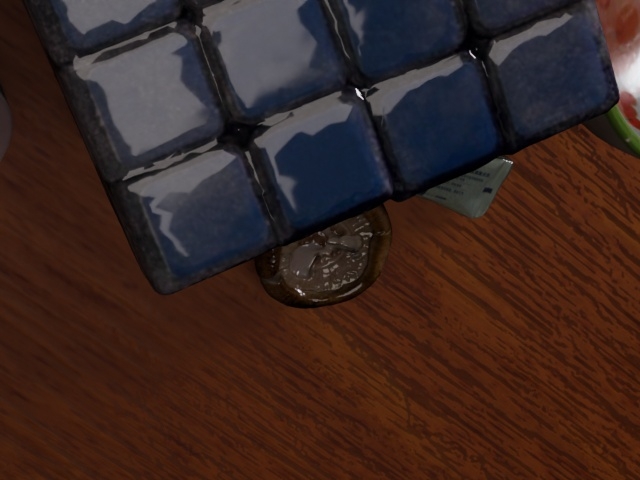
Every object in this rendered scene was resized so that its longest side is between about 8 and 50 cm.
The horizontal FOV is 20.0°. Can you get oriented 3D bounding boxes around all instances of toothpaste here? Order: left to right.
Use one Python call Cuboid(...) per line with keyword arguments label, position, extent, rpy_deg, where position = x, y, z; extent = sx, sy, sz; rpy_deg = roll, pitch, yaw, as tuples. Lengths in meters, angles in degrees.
Cuboid(label="toothpaste", position=(0.049, -0.070, 1.476), extent=(0.233, 0.038, 0.060), rpy_deg=(16, 109, -25))

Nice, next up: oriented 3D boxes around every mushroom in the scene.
Cuboid(label="mushroom", position=(0.000, 0.000, 1.480), extent=(0.123, 0.052, 0.123), rpy_deg=(-7, 121, -13))

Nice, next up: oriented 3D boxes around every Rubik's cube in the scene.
Cuboid(label="Rubik's cube", position=(-0.046, -0.221, 1.217), extent=(0.337, 0.344, 0.344), rpy_deg=(-23, 115, -6))

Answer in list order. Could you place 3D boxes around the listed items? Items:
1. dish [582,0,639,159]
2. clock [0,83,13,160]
Cuboid(label="dish", position=(0.246, -0.220, 1.393), extent=(0.324, 0.124, 0.324), rpy_deg=(-13, 108, -46))
Cuboid(label="clock", position=(-0.321, -0.083, 1.285), extent=(0.197, 0.068, 0.197), rpy_deg=(-21, 153, -11))
